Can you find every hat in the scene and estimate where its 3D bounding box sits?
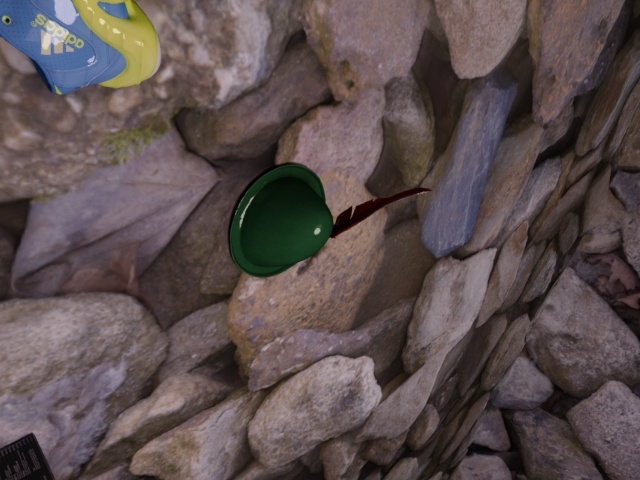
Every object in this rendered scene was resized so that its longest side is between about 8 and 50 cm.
[{"bbox_3d":[0.000,0.000,0.631,0.173,0.184,0.208,-10,122,-42],"label":"hat"}]

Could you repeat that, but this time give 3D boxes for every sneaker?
[{"bbox_3d":[-0.209,-0.214,0.338,0.126,0.091,0.240,-36,138,-23],"label":"sneaker"}]

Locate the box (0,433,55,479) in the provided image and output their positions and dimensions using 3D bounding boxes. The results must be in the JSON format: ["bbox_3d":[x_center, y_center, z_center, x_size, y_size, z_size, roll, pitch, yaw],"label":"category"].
[{"bbox_3d":[-0.288,0.389,0.528,0.060,0.270,0.216,-25,132,-36],"label":"box"}]
